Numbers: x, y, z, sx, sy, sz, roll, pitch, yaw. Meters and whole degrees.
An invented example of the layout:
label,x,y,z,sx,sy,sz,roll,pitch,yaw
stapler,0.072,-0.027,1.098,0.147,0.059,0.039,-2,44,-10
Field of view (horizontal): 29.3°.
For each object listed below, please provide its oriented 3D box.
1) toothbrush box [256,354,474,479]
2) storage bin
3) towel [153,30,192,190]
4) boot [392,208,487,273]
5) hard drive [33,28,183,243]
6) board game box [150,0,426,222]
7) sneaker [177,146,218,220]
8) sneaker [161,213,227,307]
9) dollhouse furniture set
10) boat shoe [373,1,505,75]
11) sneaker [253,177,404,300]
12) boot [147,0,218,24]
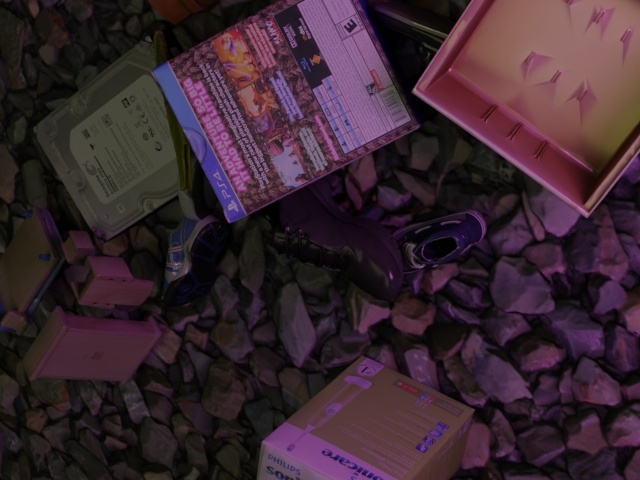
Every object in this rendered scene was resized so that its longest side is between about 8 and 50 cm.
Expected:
label,x,y,z,sx,sy,sz,roll,pitch,yaw
toothbrush box,0.068,0.315,1.802,0.206,0.283,0.122,23,122,23
storage bin,0.299,-0.218,1.467,0.262,0.123,0.260,36,119,5
towel,-0.213,-0.188,1.751,0.102,0.021,0.237,91,165,-51
boot,0.142,0.011,1.740,0.190,0.086,0.069,-27,94,39
hard drive,-0.306,-0.161,1.987,0.339,0.064,0.237,-27,93,40
board game box,-0.038,-0.195,1.660,0.291,0.141,0.232,-26,94,11
sneaker,-0.108,-0.142,1.796,0.153,0.101,0.269,20,96,16
sneaker,-0.215,0.026,2.012,0.081,0.080,0.211,54,132,31
dollhouse furniture set,-0.423,0.061,2.154,0.286,0.198,0.303,-53,50,27
boat shoe,0.156,-0.258,1.619,0.206,0.075,0.065,25,120,18
sneaker,0.000,0.000,1.779,0.286,0.130,0.109,40,136,29
boot,-0.214,-0.470,1.773,0.220,0.109,0.283,-29,100,43
